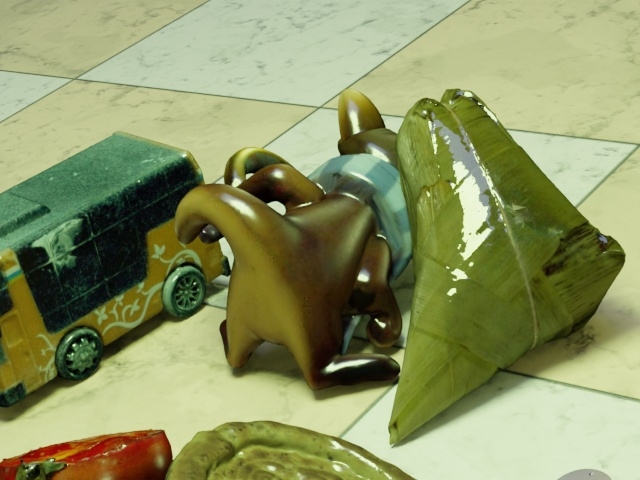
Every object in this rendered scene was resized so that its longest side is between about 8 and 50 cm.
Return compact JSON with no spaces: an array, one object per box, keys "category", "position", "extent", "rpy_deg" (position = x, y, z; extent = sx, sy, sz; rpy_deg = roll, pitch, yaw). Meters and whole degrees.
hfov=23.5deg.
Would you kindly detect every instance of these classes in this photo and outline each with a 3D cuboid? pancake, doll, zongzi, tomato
[{"category":"pancake","position":[-0.013,0.233,1.305],"extent":[0.250,0.031,0.250],"rpy_deg":[10,28,-5]},{"category":"doll","position":[-0.002,0.004,1.657],"extent":[0.318,0.209,0.340],"rpy_deg":[33,44,11]},{"category":"zongzi","position":[0.108,0.017,1.521],"extent":[0.300,0.145,0.274],"rpy_deg":[-33,72,-19]},{"category":"tomato","position":[-0.204,0.223,1.379],"extent":[0.159,0.091,0.139],"rpy_deg":[-15,-1,33]}]

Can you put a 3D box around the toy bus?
[{"category":"toy bus","position":[-0.275,0.025,1.690],"extent":[0.323,0.194,0.162],"rpy_deg":[-32,34,-34]}]

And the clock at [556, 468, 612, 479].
[{"category":"clock","position":[0.181,0.244,1.246],"extent":[0.153,0.050,0.110],"rpy_deg":[-11,27,1]}]
